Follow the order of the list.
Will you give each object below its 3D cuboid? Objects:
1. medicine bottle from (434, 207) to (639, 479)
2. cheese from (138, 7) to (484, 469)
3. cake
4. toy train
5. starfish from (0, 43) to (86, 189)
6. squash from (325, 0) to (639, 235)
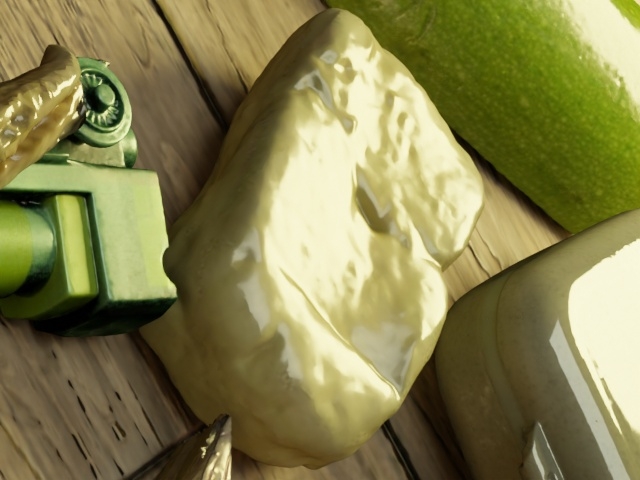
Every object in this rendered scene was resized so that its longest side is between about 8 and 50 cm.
[{"bbox_3d":[0.223,0.175,0.995,0.282,0.123,0.375,-23,88,-48],"label":"medicine bottle"},{"bbox_3d":[-0.001,0.001,0.869,0.159,0.093,0.263,42,47,-20],"label":"cheese"},{"bbox_3d":[-0.066,0.146,0.760,0.065,0.052,0.121,40,45,-19],"label":"cake"},{"bbox_3d":[-0.161,-0.021,0.718,0.200,0.083,0.132,-1,75,-46],"label":"toy train"},{"bbox_3d":[-0.206,0.098,0.430,0.082,0.324,0.432,33,33,-4],"label":"starfish"},{"bbox_3d":[0.156,-0.156,1.102,0.288,0.111,0.203,42,44,-22],"label":"squash"}]
